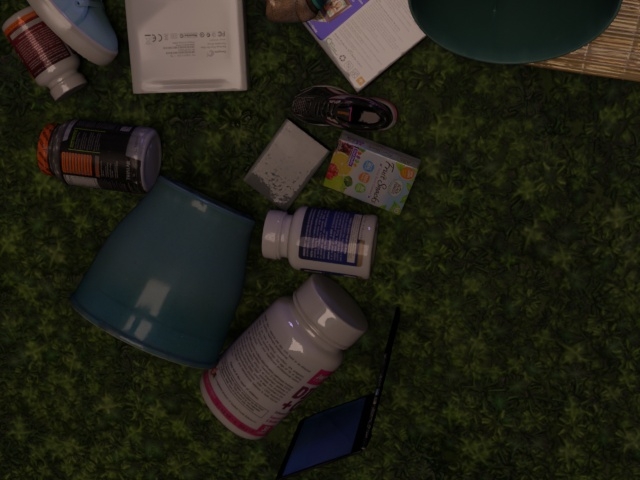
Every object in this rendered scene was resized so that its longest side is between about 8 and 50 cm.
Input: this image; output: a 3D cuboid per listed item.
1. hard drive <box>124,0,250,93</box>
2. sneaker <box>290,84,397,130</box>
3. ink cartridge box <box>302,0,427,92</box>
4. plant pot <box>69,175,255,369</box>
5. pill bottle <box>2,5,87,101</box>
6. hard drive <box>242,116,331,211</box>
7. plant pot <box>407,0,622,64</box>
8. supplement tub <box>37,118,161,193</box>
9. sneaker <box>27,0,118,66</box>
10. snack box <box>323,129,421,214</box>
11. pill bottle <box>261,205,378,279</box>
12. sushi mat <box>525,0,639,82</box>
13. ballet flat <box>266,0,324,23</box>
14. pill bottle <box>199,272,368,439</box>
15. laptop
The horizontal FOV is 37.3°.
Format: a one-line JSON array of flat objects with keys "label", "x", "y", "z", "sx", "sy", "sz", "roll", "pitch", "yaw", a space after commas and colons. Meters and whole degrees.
[{"label": "hard drive", "x": -0.226, "y": -0.403, "z": 1.581, "sx": 0.203, "sy": 0.040, "sz": 0.308, "roll": 0, "pitch": 104, "yaw": 9}, {"label": "sneaker", "x": 0.036, "y": -0.217, "z": 1.565, "sx": 0.178, "sy": 0.077, "sz": 0.072, "roll": 4, "pitch": 103, "yaw": 9}, {"label": "ink cartridge box", "x": 0.078, "y": -0.383, "z": 1.532, "sx": 0.208, "sy": 0.045, "sz": 0.206, "roll": -37, "pitch": 94, "yaw": 18}, {"label": "plant pot", "x": -0.240, "y": 0.041, "z": 1.594, "sx": 0.271, "sy": 0.271, "sz": 0.255, "roll": 27, "pitch": 92, "yaw": 2}, {"label": "pill bottle", "x": -0.467, "y": -0.319, "z": 1.619, "sx": 0.086, "sy": 0.086, "sz": 0.152, "roll": -30, "pitch": 97, "yaw": 15}, {"label": "hard drive", "x": -0.058, "y": -0.130, "z": 1.632, "sx": 0.094, "sy": 0.022, "sz": 0.135, "roll": 37, "pitch": 107, "yaw": -1}, {"label": "plant pot", "x": 0.282, "y": -0.435, "z": 1.362, "sx": 0.292, "sy": 0.293, "sz": 0.235, "roll": 4, "pitch": 64, "yaw": 8}, {"label": "supplement tub", "x": -0.379, "y": -0.147, "z": 1.632, "sx": 0.190, "sy": 0.117, "sz": 0.117, "roll": 8, "pitch": 105, "yaw": 8}, {"label": "sneaker", "x": -0.419, "y": -0.467, "z": 1.549, "sx": 0.150, "sy": 0.135, "sz": 0.366, "roll": -30, "pitch": 98, "yaw": 18}, {"label": "snack box", "x": 0.085, "y": -0.113, "z": 1.588, "sx": 0.141, "sy": 0.037, "sz": 0.100, "roll": 22, "pitch": 129, "yaw": 3}, {"label": "pill bottle", "x": 0.000, "y": 0.000, "z": 1.608, "sx": 0.186, "sy": 0.112, "sz": 0.112, "roll": 8, "pitch": 105, "yaw": 7}, {"label": "sushi mat", "x": 0.433, "y": -0.337, "z": 1.500, "sx": 0.316, "sy": 0.019, "sz": 0.152, "roll": 10, "pitch": 104, "yaw": 7}, {"label": "ballet flat", "x": -0.085, "y": -0.490, "z": 1.484, "sx": 0.106, "sy": 0.107, "sz": 0.316, "roll": -15, "pitch": 85, "yaw": 20}, {"label": "pill bottle", "x": -0.062, "y": 0.199, "z": 1.643, "sx": 0.160, "sy": 0.160, "sz": 0.283, "roll": 44, "pitch": 107, "yaw": -3}, {"label": "laptop", "x": 0.035, "y": 0.254, "z": 1.603, "sx": 0.136, "sy": 0.234, "sz": 0.265, "roll": 13, "pitch": 107, "yaw": 5}]
